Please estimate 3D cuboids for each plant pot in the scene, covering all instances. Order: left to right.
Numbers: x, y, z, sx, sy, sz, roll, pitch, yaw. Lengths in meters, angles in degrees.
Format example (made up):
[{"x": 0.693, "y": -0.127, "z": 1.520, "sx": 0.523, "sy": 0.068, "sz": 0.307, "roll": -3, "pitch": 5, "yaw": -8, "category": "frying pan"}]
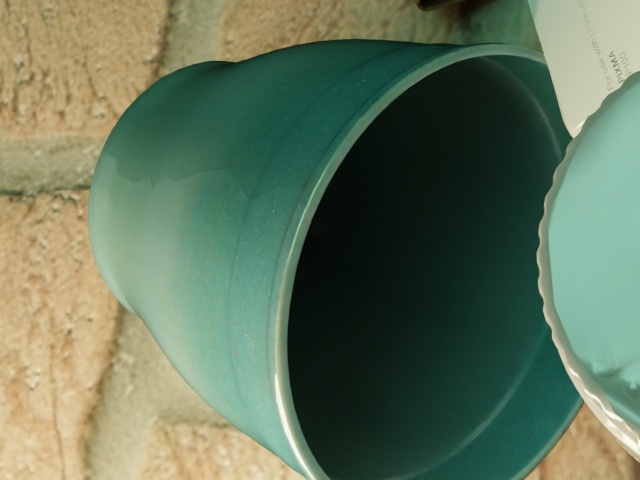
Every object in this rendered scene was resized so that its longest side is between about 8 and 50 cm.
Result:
[{"x": 0.000, "y": 0.000, "z": 0.939, "sx": 0.255, "sy": 0.272, "sz": 0.271, "roll": 19, "pitch": 84, "yaw": 46, "category": "plant pot"}]

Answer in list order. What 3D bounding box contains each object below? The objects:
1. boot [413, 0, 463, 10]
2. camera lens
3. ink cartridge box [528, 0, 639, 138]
[{"x": 0.042, "y": -0.247, "z": 1.090, "sx": 0.283, "sy": 0.109, "sz": 0.220, "roll": -21, "pitch": 69, "yaw": 14, "category": "boot"}, {"x": 0.246, "y": 0.035, "z": 0.770, "sx": 0.219, "sy": 0.274, "sz": 0.219, "roll": -9, "pitch": 69, "yaw": 26, "category": "camera lens"}, {"x": 0.272, "y": -0.154, "z": 0.799, "sx": 0.283, "sy": 0.207, "sz": 0.117, "roll": -35, "pitch": 61, "yaw": 44, "category": "ink cartridge box"}]
